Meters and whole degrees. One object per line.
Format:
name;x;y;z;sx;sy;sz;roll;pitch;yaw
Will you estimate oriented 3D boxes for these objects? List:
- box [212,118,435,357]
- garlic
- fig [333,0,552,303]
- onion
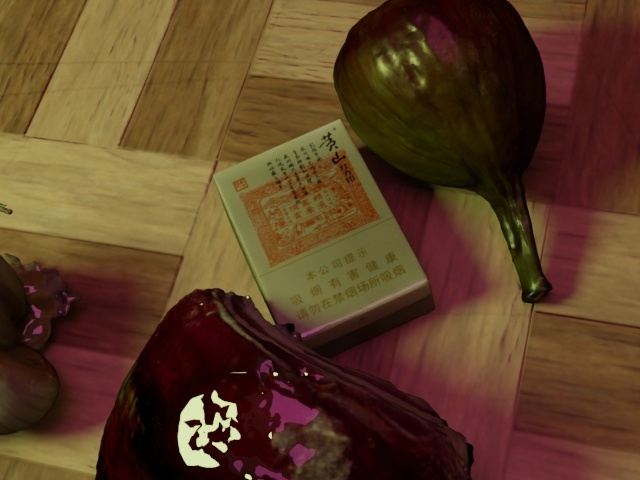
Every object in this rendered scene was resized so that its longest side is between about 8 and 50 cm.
box;0.000;0.000;0.944;0.141;0.058;0.201;-23;58;-3
garlic;-0.295;0.046;0.907;0.207;0.207;0.257;49;116;29
fig;0.141;-0.098;0.948;0.190;0.190;0.290;-38;97;-11
onion;-0.058;0.195;0.777;0.314;0.146;0.280;26;83;18
